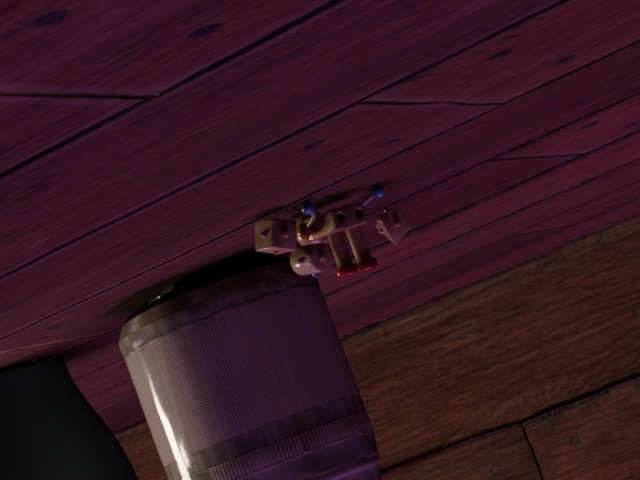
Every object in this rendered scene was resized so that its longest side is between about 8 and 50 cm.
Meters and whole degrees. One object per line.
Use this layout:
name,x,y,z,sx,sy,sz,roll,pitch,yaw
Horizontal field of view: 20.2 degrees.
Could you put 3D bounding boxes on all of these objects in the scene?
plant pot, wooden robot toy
plant pot,-0.341,0.282,2.063,0.271,0.255,0.271,-20,174,-2
wooden robot toy,0.000,0.000,1.674,0.173,0.076,0.079,-14,-179,-41

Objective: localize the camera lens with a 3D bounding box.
camera lens,-0.072,0.167,1.872,0.219,0.274,0.219,-21,173,-3
